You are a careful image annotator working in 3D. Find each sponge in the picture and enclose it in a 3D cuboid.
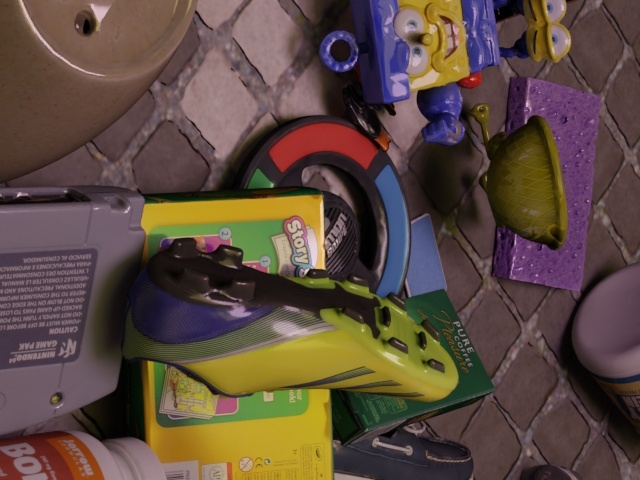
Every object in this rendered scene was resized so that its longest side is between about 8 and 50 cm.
[{"bbox_3d":[0.235,-0.057,1.951,0.117,0.031,0.210,8,87,-43],"label":"sponge"}]

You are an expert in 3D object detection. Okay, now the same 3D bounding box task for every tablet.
[{"bbox_3d":[0.097,0.020,1.842,0.054,0.006,0.083,-28,112,-39],"label":"tablet"}]

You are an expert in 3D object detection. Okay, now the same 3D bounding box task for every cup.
[{"bbox_3d":[-0.224,-0.197,1.374,0.331,0.237,0.331,-2,93,-43],"label":"cup"}]

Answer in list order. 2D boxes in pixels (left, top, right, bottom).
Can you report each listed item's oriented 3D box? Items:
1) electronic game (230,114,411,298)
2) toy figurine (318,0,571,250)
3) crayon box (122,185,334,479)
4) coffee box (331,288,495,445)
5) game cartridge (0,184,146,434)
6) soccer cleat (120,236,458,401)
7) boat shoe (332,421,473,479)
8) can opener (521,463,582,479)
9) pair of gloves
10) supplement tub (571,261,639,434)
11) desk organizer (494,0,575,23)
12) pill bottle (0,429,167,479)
[{"bbox_3d":[0.000,0.000,1.722,0.229,0.048,0.229,-3,94,-43],"label":"electronic game"},{"bbox_3d":[0.094,-0.158,1.752,0.217,0.191,0.363,-10,98,-23],"label":"toy figurine"},{"bbox_3d":[-0.080,0.097,1.588,0.165,0.081,0.279,-3,94,-19],"label":"crayon box"},{"bbox_3d":[0.068,0.114,1.713,0.184,0.040,0.113,-14,70,-45],"label":"coffee box"},{"bbox_3d":[-0.272,0.058,1.430,0.294,0.060,0.196,-3,109,-43],"label":"game cartridge"},{"bbox_3d":[-0.026,0.086,1.530,0.289,0.093,0.121,17,118,-23],"label":"soccer cleat"},{"bbox_3d":[0.048,0.186,1.749,0.254,0.095,0.079,10,96,-34],"label":"boat shoe"},{"bbox_3d":[0.216,0.368,1.924,0.095,0.076,0.284,24,77,-41],"label":"can opener"},{"bbox_3d":[0.045,-0.129,1.762,0.074,0.010,0.083,49,32,-25],"label":"pair of gloves"},{"bbox_3d":[0.373,0.133,2.012,0.200,0.144,0.144,48,61,-33],"label":"supplement tub"},{"bbox_3d":[0.207,-0.251,1.902,0.130,0.050,0.047,-23,108,-40],"label":"desk organizer"},{"bbox_3d":[-0.229,0.212,1.467,0.216,0.121,0.121,-5,96,-43],"label":"pill bottle"}]
